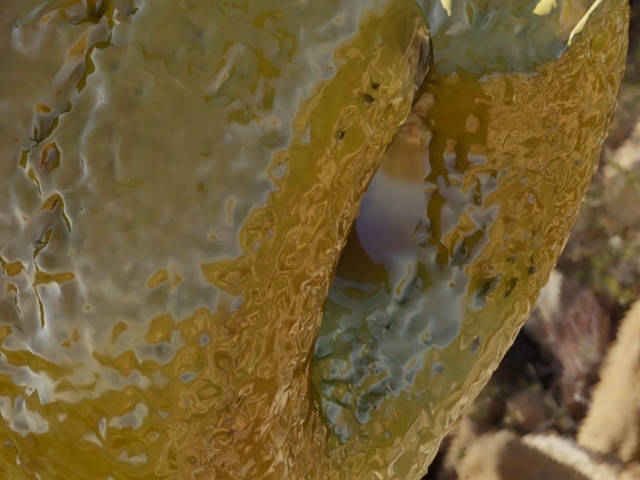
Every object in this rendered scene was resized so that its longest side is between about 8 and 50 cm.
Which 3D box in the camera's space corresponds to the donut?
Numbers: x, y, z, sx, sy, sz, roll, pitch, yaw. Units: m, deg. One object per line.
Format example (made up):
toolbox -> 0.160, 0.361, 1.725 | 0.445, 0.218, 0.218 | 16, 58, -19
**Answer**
donut -> 0.000, 0.000, 0.836 | 0.163, 0.377, 0.435 | 23, 27, 25
